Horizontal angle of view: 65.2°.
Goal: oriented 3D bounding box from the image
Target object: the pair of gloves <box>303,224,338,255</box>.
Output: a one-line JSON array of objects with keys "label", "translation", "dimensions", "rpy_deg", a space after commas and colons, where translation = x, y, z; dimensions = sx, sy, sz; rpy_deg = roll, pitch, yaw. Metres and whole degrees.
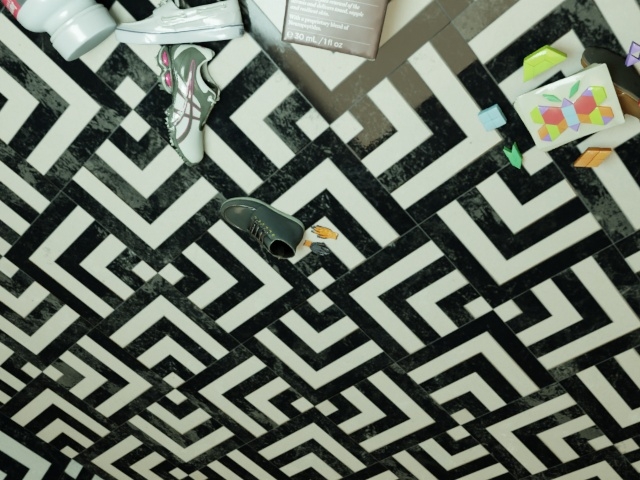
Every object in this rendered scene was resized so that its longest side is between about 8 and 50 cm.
[{"label": "pair of gloves", "translation": [0.000, 0.000, 1.304], "dimensions": [0.074, 0.010, 0.083], "rpy_deg": [22, 122, -6]}]

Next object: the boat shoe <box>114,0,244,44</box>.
[{"label": "boat shoe", "translation": [-0.294, -0.454, 1.028], "dimensions": [0.267, 0.096, 0.088], "rpy_deg": [0, 116, 7]}]

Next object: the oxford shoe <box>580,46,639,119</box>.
[{"label": "oxford shoe", "translation": [0.600, -0.305, 1.008], "dimensions": [0.212, 0.076, 0.076], "rpy_deg": [37, 159, -2]}]

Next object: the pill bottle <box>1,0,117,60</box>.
[{"label": "pill bottle", "translation": [-0.556, -0.526, 0.972], "dimensions": [0.176, 0.176, 0.319], "rpy_deg": [-28, 113, 22]}]

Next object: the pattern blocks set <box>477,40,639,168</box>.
[{"label": "pattern blocks set", "translation": [0.505, -0.262, 1.010], "dimensions": [0.285, 0.026, 0.325], "rpy_deg": [42, 136, -14]}]

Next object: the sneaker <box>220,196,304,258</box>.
[{"label": "sneaker", "translation": [-0.151, -0.034, 1.241], "dimensions": [0.222, 0.118, 0.083], "rpy_deg": [18, 121, -3]}]

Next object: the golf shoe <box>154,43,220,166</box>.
[{"label": "golf shoe", "translation": [-0.283, -0.295, 1.118], "dimensions": [0.120, 0.105, 0.273], "rpy_deg": [-2, 121, 1]}]

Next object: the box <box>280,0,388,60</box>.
[{"label": "box", "translation": [0.054, -0.543, 0.900], "dimensions": [0.191, 0.143, 0.382], "rpy_deg": [11, 120, 2]}]
